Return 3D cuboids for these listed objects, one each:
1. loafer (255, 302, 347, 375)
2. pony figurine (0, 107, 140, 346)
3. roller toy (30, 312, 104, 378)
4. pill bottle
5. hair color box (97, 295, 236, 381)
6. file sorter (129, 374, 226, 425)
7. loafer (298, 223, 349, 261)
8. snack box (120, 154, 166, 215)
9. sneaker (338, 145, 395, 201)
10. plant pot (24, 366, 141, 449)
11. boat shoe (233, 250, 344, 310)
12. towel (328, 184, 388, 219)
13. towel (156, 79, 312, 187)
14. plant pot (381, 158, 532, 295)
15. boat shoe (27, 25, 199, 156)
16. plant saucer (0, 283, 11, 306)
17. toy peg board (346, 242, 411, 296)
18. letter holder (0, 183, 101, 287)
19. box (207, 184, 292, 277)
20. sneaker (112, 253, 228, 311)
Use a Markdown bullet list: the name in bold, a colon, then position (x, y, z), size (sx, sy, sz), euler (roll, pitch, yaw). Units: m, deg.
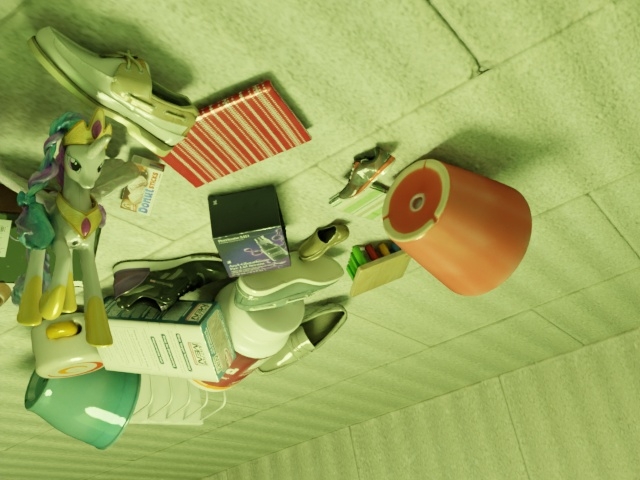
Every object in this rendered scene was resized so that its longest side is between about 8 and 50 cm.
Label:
- **loafer**: position (-0.060, 0.285, 2.138), size (0.319, 0.112, 0.111), euler (-36, -179, -12)
- **pony figurine**: position (-0.423, -0.045, 1.205), size (0.303, 0.363, 0.351), euler (0, -168, -36)
- **roller toy**: position (-0.665, 0.273, 1.941), size (0.191, 0.146, 0.209), euler (-25, 160, 28)
- **pill bottle**: position (-0.218, 0.241, 1.969), size (0.224, 0.224, 0.392), euler (7, 147, -32)
- **hair color box**: position (-0.400, 0.242, 1.834), size (0.347, 0.105, 0.173), euler (1, 121, 24)
- **file sorter**: position (-0.467, 0.464, 2.330), size (0.278, 0.192, 0.173), euler (13, 141, -39)
- **loafer**: position (0.000, 0.000, 1.790), size (0.148, 0.056, 0.050), euler (-34, 145, 19)
- **snack box**: position (-0.355, -0.107, 1.458), size (0.064, 0.022, 0.178), euler (16, 149, -14)
- **sneaker**: position (0.087, -0.145, 1.557), size (0.065, 0.061, 0.158), euler (44, 120, -11)
- **plant pot**: position (-0.709, 0.445, 2.153), size (0.255, 0.271, 0.272), euler (30, 134, -31)
- **boat shoe**: position (-0.080, 0.105, 1.824), size (0.319, 0.116, 0.099), euler (-11, 140, -41)
- **towel**: position (0.106, -0.094, 1.692), size (0.113, 0.023, 0.152), euler (-30, 149, 35)
- **towel**: position (-0.176, -0.195, 1.379), size (0.275, 0.031, 0.199), euler (-20, 151, 15)
- **plant pot**: position (0.286, -0.043, 1.617), size (0.243, 0.275, 0.275), euler (26, 135, -35)
- **boat shoe**: position (-0.317, -0.251, 1.159), size (0.103, 0.113, 0.302), euler (-41, 144, 10)
- **plant saucer**: position (-0.829, 0.135, 1.751), size (0.169, 0.029, 0.168), euler (-9, 153, -5)
- **toy peg board**: position (0.147, 0.059, 1.949), size (0.161, 0.079, 0.161), euler (-21, 156, -17)
- **letter holder**: position (-0.603, -0.034, 1.423), size (0.302, 0.214, 0.152), euler (6, 116, -28)
- **box**: position (-0.155, -0.017, 1.637), size (0.153, 0.108, 0.207), euler (-11, 153, 0)
- **sneaker**: position (-0.358, 0.116, 1.790), size (0.283, 0.124, 0.107), euler (-6, 152, -11)
